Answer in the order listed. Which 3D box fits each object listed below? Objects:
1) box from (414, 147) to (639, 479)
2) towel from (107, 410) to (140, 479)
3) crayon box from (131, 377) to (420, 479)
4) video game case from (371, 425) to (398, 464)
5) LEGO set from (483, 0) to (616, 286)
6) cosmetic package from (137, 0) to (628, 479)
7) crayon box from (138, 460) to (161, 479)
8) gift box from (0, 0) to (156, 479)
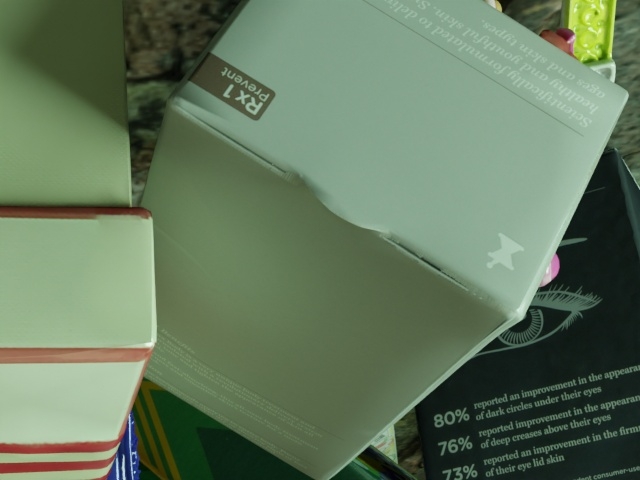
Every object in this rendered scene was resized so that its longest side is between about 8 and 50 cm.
[{"bbox_3d":[0.139,0.071,0.780,0.153,0.207,0.108,-16,154,21],"label":"box"},{"bbox_3d":[-0.256,0.064,0.686,0.308,0.227,0.076,-5,-176,-3],"label":"towel"},{"bbox_3d":[-0.048,0.133,0.868,0.323,0.083,0.203,32,177,32],"label":"crayon box"},{"bbox_3d":[-0.031,0.242,1.237,0.227,0.026,0.206,-27,157,-7],"label":"video game case"},{"bbox_3d":[0.093,-0.098,0.516,0.107,0.132,0.287,-11,150,-10],"label":"LEGO set"},{"bbox_3d":[0.000,0.000,0.495,0.127,0.107,0.238,33,151,-2],"label":"cosmetic package"},{"bbox_3d":[-0.198,0.197,1.010,0.165,0.081,0.278,35,154,1],"label":"crayon box"},{"bbox_3d":[-0.208,-0.002,0.474,0.276,0.258,0.255,-2,155,-11],"label":"gift box"}]
